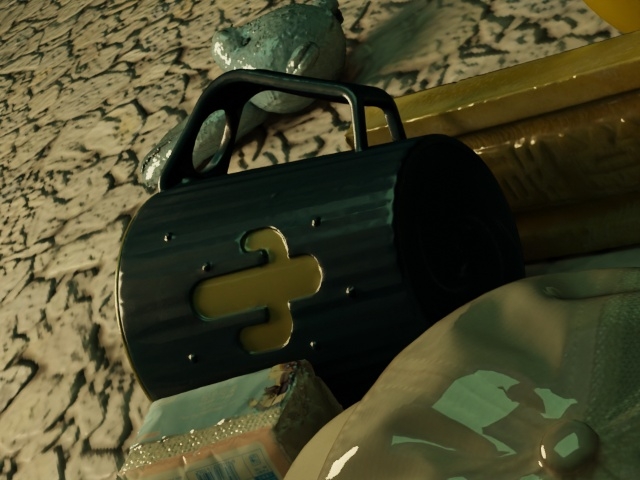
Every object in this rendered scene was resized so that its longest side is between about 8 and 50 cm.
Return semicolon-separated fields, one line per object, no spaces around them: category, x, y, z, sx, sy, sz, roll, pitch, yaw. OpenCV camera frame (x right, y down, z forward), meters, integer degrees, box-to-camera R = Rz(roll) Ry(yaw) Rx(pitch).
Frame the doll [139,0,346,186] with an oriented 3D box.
doll;-0.061;-0.109;1.252;0.179;0.075;0.120;-28;20;21

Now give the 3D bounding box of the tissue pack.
tissue pack;-0.031;0.102;0.797;0.094;0.074;0.059;-19;25;32

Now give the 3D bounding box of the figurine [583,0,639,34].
figurine;0.172;-0.237;0.926;0.187;0.215;0.344;-21;36;4

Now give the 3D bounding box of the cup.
cup;0.000;0.000;0.845;0.155;0.176;0.131;-13;-5;35

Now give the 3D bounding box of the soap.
soap;0.122;-0.042;0.824;0.252;0.092;0.037;-13;28;46

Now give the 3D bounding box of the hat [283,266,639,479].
hat;0.066;0.088;0.577;0.232;0.161;0.275;-39;18;-15
